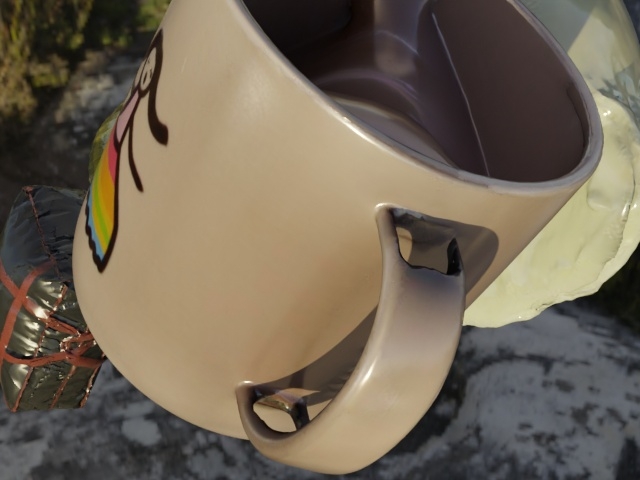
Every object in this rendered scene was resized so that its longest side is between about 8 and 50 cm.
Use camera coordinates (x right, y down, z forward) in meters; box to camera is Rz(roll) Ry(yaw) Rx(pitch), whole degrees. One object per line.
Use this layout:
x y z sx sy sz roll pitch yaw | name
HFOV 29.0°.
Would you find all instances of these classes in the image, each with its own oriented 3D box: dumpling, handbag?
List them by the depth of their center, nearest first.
0.091 -0.099 0.924 0.233 0.315 0.395 -5 47 -43 | dumpling
-0.298 0.070 1.381 0.155 0.215 0.169 0 38 -38 | handbag

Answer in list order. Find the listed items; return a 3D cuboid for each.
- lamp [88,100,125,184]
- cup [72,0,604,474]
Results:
-0.222 -0.089 1.888 0.250 0.250 0.284 -18 83 -17 | lamp
-0.003 -0.003 0.554 0.191 0.200 0.253 17 39 -24 | cup
